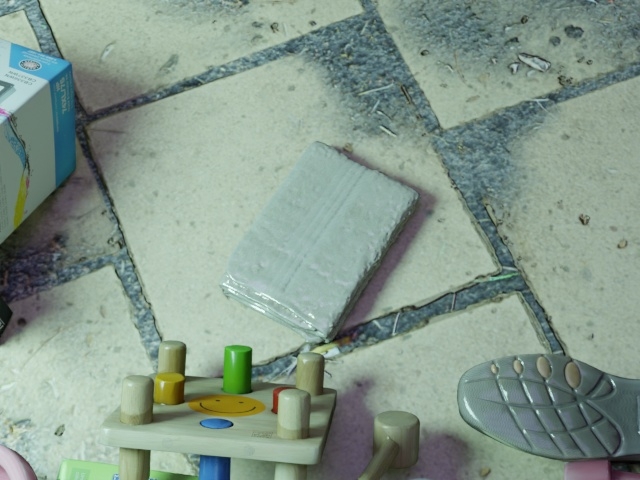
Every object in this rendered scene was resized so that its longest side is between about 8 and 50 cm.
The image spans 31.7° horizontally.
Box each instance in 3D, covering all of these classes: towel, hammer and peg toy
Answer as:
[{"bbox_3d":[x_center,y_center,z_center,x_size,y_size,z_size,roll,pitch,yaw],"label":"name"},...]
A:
[{"bbox_3d":[0.000,0.000,1.596,0.187,0.049,0.282,28,65,15],"label":"towel"},{"bbox_3d":[-0.060,0.214,1.360,0.362,0.266,0.127,5,98,5],"label":"hammer and peg toy"}]

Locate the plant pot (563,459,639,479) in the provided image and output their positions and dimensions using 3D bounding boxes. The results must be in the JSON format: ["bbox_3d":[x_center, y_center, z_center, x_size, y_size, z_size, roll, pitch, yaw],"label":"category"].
[{"bbox_3d":[0.377,0.350,1.284,0.180,0.201,0.201,-5,60,15],"label":"plant pot"}]

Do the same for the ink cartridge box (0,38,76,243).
[{"bbox_3d":[-0.493,-0.131,1.551,0.198,0.197,0.270,19,42,12],"label":"ink cartridge box"}]

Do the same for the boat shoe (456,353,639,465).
[{"bbox_3d":[0.342,0.231,1.413,0.356,0.130,0.132,9,65,0],"label":"boat shoe"}]

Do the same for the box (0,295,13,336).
[{"bbox_3d":[-0.543,0.035,1.467,0.216,0.270,0.060,18,66,11],"label":"box"}]

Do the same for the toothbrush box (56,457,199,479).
[{"bbox_3d":[-0.186,0.391,1.346,0.283,0.122,0.206,5,63,6],"label":"toothbrush box"}]

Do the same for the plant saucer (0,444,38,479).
[{"bbox_3d":[-0.411,0.401,1.294,0.332,0.084,0.332,-26,47,32],"label":"plant saucer"}]

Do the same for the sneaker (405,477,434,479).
[{"bbox_3d":[0.152,0.358,1.370,0.240,0.091,0.126,-3,62,-1],"label":"sneaker"}]
